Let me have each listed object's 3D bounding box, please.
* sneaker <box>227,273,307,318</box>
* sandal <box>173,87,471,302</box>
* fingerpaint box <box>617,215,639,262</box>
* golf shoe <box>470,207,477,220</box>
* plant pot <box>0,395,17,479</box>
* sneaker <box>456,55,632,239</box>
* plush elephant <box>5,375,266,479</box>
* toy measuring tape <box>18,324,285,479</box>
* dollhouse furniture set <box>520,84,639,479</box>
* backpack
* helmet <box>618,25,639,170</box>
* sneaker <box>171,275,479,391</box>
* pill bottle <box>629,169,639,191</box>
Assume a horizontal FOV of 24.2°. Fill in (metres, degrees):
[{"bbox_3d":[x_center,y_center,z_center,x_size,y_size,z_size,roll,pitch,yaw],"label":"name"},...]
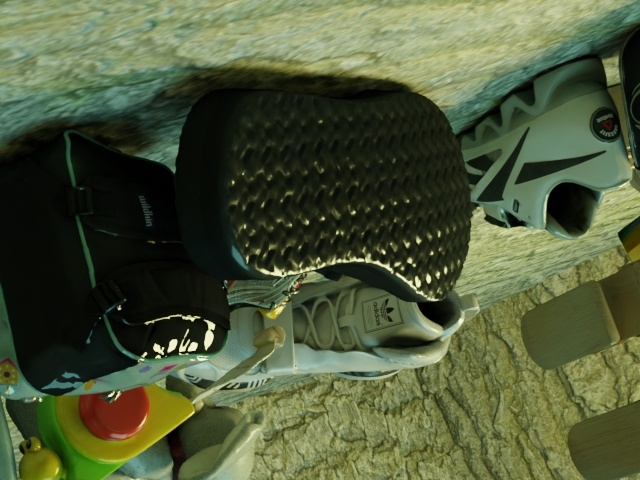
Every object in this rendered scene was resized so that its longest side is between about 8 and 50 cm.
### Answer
[{"bbox_3d":[-0.043,0.032,1.577,0.225,0.093,0.088,-23,172,4],"label":"sneaker"},{"bbox_3d":[0.002,-0.042,1.144,0.107,0.168,0.445,2,176,28],"label":"sandal"},{"bbox_3d":[0.621,-0.069,1.984,0.445,0.163,0.371,-37,178,11],"label":"fingerpaint box"},{"bbox_3d":[0.104,-0.007,1.797,0.186,0.067,0.086,-23,173,2],"label":"golf shoe"},{"bbox_3d":[-0.413,0.251,1.463,0.247,0.252,0.248,-20,172,-19],"label":"plant pot"},{"bbox_3d":[0.203,-0.056,1.498,0.122,0.146,0.330,-21,173,-19],"label":"sneaker"},{"bbox_3d":[-0.194,0.238,1.791,0.255,0.330,0.272,-22,165,-24],"label":"plush elephant"},{"bbox_3d":[-0.178,0.139,1.507,0.330,0.121,0.121,-34,180,-36],"label":"toy measuring tape"},{"bbox_3d":[0.367,0.043,1.670,0.362,0.394,0.256,-18,171,-28],"label":"dollhouse furniture set"},{"bbox_3d":[-0.148,0.024,1.006,0.144,0.166,0.188,-25,168,26],"label":"backpack"},{"bbox_3d":[0.360,-0.140,1.359,0.161,0.169,0.169,-7,176,16],"label":"helmet"},{"bbox_3d":[0.000,0.088,1.699,0.365,0.137,0.210,3,164,-33],"label":"sneaker"},{"bbox_3d":[0.474,-0.115,1.996,0.087,0.087,0.160,-19,171,-21],"label":"pill bottle"}]
